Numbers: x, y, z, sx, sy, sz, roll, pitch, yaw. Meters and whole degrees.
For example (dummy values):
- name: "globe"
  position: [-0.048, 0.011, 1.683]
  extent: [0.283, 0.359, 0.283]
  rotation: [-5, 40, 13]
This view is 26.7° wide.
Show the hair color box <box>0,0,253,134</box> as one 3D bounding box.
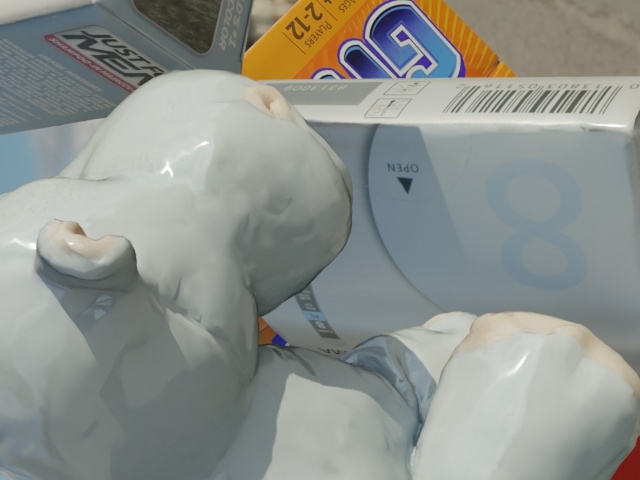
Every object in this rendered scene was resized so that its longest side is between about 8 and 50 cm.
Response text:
- name: "hair color box"
  position: [-0.206, -0.166, 0.807]
  extent: [0.113, 0.374, 0.185]
  rotation: [32, -118, -48]

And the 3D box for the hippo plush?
- name: "hippo plush"
  position: [-0.053, 0.075, 0.516]
  extent: [0.234, 0.236, 0.294]
  rotation: [-25, 22, 53]

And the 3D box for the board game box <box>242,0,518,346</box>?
- name: "board game box"
  position: [0.000, 0.000, 1.322]
  extent: [0.356, 0.356, 0.356]
  rotation: [-38, 10, 49]

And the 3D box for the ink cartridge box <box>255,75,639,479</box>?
- name: "ink cartridge box"
  position: [0.102, 0.074, 0.962]
  extent: [0.091, 0.308, 0.385]
  rotation: [-45, -50, -50]
